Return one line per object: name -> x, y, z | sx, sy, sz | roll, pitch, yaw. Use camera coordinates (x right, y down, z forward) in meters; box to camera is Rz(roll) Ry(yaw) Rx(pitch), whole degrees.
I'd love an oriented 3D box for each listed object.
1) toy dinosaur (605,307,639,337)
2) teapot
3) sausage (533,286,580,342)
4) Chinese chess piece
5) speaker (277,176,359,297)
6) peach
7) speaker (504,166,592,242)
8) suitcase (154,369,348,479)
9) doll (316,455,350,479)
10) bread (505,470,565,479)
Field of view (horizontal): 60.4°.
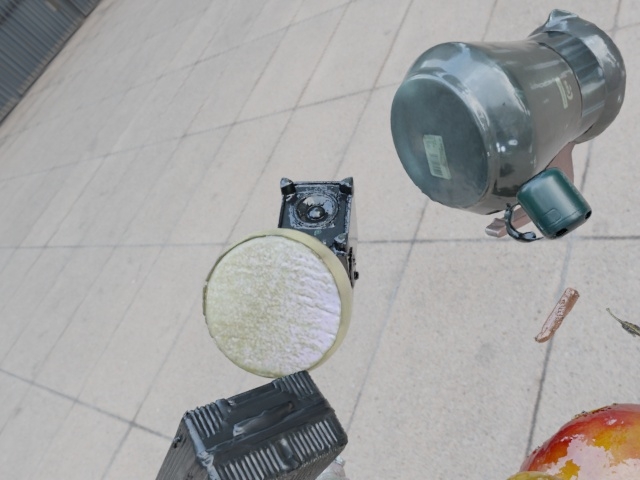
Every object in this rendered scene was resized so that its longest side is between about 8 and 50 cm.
toy dinosaur -> 0.881, 0.253, 1.547 | 0.037, 0.058, 0.180 | -62, 37, 14
teapot -> 0.349, -0.203, 0.997 | 0.362, 0.376, 0.305 | -27, 25, -20
sausage -> 0.570, 0.184, 1.328 | 0.158, 0.042, 0.036 | -56, 3, 3
Chinese chess piece -> -0.077, 0.112, 0.987 | 0.270, 0.270, 0.112 | -37, -5, 12
speaker -> 0.000, 0.000, 1.320 | 0.184, 0.254, 0.232 | 0, 52, 8
peach -> 0.533, 0.504, 1.010 | 0.380, 0.306, 0.242 | -61, 13, 25
speaker -> 0.254, -0.033, 0.638 | 0.094, 0.060, 0.075 | -39, 76, 28
suitcase -> -0.122, 0.368, 0.870 | 0.152, 0.230, 0.335 | 56, 138, 27
doll -> 0.024, 0.743, 1.672 | 0.149, 0.095, 0.192 | -44, 9, 0
bread -> 0.318, 0.458, 0.697 | 0.312, 0.172, 0.312 | -15, 67, 40
